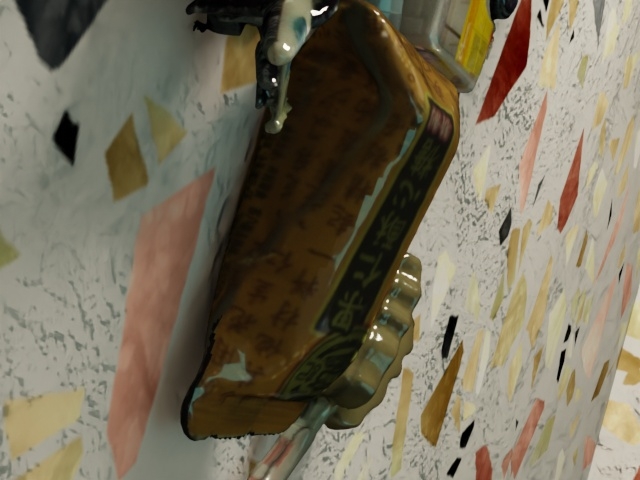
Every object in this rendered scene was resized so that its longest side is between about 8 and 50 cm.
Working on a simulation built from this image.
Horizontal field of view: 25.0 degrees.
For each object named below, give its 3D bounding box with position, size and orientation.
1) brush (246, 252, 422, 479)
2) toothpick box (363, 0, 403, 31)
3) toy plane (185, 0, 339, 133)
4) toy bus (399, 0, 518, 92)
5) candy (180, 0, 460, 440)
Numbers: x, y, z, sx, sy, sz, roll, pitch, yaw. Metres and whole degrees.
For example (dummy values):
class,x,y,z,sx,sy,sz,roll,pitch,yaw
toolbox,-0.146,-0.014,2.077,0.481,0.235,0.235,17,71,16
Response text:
class,x,y,z,sx,sy,sz,roll,pitch,yaw
brush,-0.009,0.128,0.984,0.301,0.071,0.084,-54,154,-36
toothpick box,0.029,-0.167,0.910,0.052,0.052,0.083,-18,118,-66
toy plane,-0.028,-0.130,0.714,0.262,0.088,0.192,-67,161,-65
toy bus,0.096,-0.239,0.998,0.106,0.092,0.268,33,72,-58
candy,0.000,0.000,0.876,0.143,0.101,0.271,26,86,-59
